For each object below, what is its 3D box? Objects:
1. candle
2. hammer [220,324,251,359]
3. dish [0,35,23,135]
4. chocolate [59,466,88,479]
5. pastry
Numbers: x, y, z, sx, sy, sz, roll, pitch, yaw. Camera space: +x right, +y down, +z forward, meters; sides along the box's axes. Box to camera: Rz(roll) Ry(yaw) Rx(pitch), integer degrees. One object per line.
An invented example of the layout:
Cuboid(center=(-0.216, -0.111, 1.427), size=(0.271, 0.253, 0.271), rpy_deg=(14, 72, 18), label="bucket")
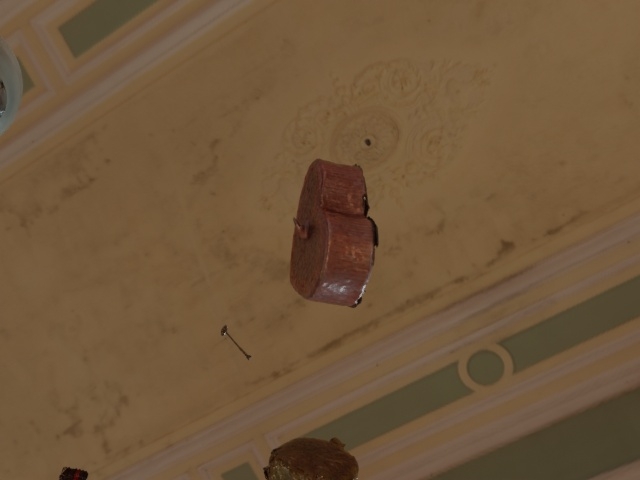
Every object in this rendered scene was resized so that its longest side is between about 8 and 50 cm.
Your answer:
Cuboid(center=(0.000, 0.000, 1.134), size=(0.131, 0.317, 0.287), rpy_deg=(8, -37, -15), label="candle")
Cuboid(center=(-0.200, 0.242, 1.296), size=(0.123, 0.014, 0.029), rpy_deg=(37, -71, 40), label="hammer")
Cuboid(center=(-0.629, -0.257, 0.939), size=(0.085, 0.260, 0.260), rpy_deg=(28, -78, 34), label="dish")
Cuboid(center=(-0.756, 0.766, 1.622), size=(0.086, 0.028, 0.183), rpy_deg=(31, -113, -26), label="chocolate")
Cuboid(center=(-0.025, 0.555, 1.322), size=(0.228, 0.218, 0.100), rpy_deg=(9, -79, 8), label="pastry")
